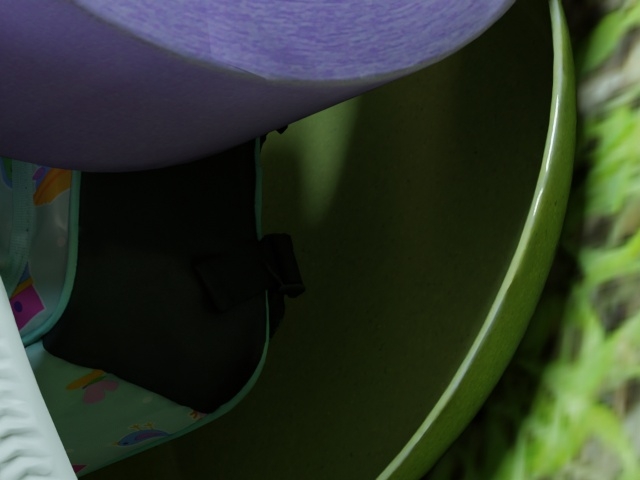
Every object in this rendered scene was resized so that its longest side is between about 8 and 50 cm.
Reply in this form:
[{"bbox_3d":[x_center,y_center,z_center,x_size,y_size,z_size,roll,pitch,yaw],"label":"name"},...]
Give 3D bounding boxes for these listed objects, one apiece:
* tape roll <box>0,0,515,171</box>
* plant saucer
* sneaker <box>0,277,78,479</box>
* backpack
[{"bbox_3d":[-0.052,-0.161,0.493,0.090,0.275,0.275,-19,52,47],"label":"tape roll"},{"bbox_3d":[0.000,0.000,0.597,0.241,0.037,0.241,-34,42,37],"label":"plant saucer"},{"bbox_3d":[-0.149,0.121,0.453,0.236,0.130,0.322,-25,79,47],"label":"sneaker"},{"bbox_3d":[-0.114,-0.001,0.594,0.188,0.144,0.166,-36,46,42],"label":"backpack"}]
